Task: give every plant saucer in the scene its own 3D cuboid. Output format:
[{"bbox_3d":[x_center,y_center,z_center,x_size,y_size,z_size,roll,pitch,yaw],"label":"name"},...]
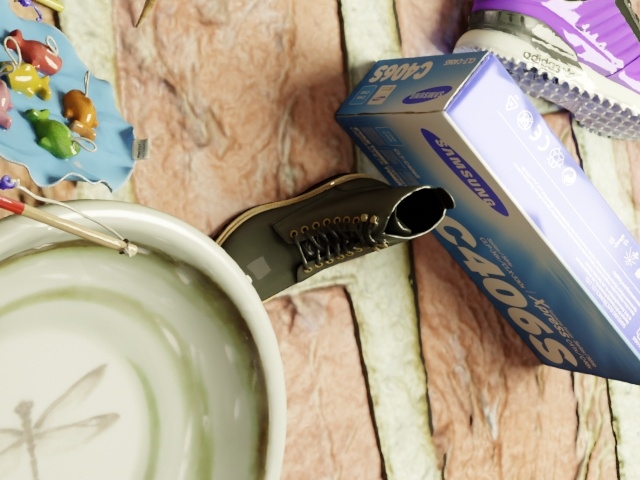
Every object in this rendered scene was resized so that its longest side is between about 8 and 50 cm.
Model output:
[{"bbox_3d":[-0.202,0.162,1.038,0.400,0.100,0.401,-12,108,-41],"label":"plant saucer"}]

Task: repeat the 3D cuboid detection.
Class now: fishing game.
[{"bbox_3d":[-0.194,-0.107,0.983,0.189,0.264,0.041,25,124,-40],"label":"fishing game"}]

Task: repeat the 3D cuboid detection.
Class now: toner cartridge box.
[{"bbox_3d":[0.177,-0.014,1.258,0.348,0.165,0.075,48,69,-25],"label":"toner cartridge box"}]

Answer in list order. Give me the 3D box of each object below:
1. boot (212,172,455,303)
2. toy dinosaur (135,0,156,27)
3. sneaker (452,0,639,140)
[{"bbox_3d":[0.000,0.000,1.161,0.198,0.137,0.077,-37,111,-25],"label":"boot"},{"bbox_3d":[-0.075,-0.268,1.142,0.211,0.064,0.112,-33,111,-26],"label":"toy dinosaur"},{"bbox_3d":[0.267,-0.190,1.341,0.293,0.102,0.146,20,81,-32],"label":"sneaker"}]
